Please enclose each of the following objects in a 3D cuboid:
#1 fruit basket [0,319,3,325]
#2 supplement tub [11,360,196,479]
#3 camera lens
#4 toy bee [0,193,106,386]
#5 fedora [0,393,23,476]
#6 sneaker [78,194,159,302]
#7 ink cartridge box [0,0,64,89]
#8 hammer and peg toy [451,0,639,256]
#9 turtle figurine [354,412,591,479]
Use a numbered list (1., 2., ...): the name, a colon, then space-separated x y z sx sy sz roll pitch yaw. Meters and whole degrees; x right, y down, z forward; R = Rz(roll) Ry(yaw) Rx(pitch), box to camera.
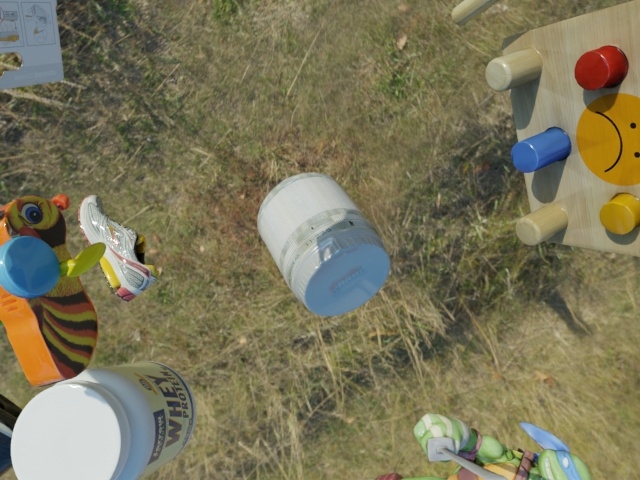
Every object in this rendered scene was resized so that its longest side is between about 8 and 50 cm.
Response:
1. fruit basket: -0.929 0.081 1.087 0.392 0.392 0.283 5 89 -4
2. supplement tub: -0.408 0.367 1.013 0.235 0.325 0.235 -1 81 7
3. camera lens: 0.000 0.000 1.117 0.219 0.274 0.219 -17 135 -18
4. toy bee: -0.340 0.012 0.614 0.195 0.162 0.298 3 115 14
5. fedora: -0.784 0.427 1.160 0.334 0.152 0.334 27 152 16
6. sneaker: -0.381 0.004 0.974 0.092 0.225 0.088 -32 167 -10
7. ink cartridge box: -0.341 -0.264 0.479 0.066 0.189 0.232 20 119 13
8. hammer and peg toy: 0.286 -0.153 0.503 0.127 0.266 0.361 -24 106 -21
9. turtle figurine: 0.118 0.282 0.490 0.266 0.275 0.198 -33 101 28
